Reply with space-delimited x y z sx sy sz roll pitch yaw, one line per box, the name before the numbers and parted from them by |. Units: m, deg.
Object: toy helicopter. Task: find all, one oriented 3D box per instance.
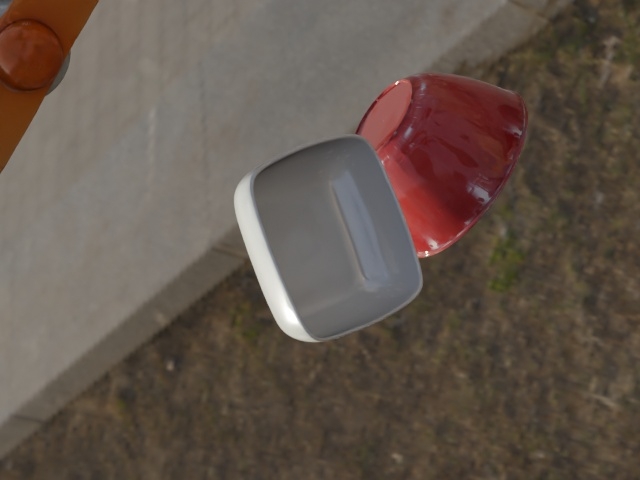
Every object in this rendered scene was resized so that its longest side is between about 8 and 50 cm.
toy helicopter | -0.195 -0.189 0.878 0.235 0.140 0.355 63 141 40

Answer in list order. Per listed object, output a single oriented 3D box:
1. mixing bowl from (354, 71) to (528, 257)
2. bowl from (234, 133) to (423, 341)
mixing bowl | 0.093 -0.086 1.341 0.181 0.098 0.181 -46 24 28
bowl | 0.000 0.000 1.087 0.053 0.142 0.142 -19 92 48
